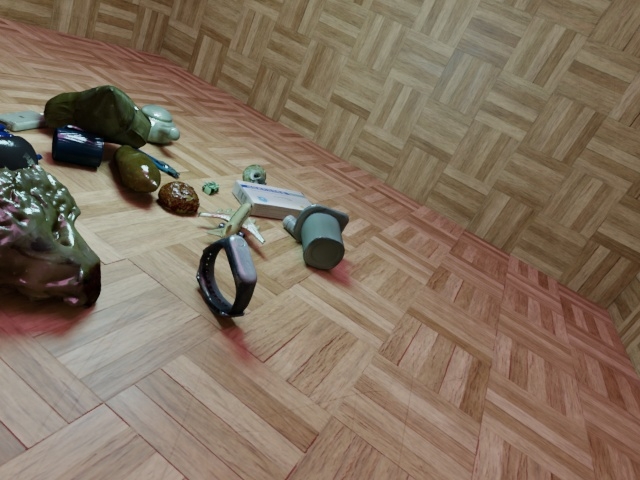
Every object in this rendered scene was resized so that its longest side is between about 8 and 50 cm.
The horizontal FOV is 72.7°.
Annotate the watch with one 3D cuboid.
[{"bbox_3d":[-0.240,0.098,1.110,0.068,0.193,0.206,3,53,-44],"label":"watch"}]

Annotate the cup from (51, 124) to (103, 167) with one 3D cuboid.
[{"bbox_3d":[-0.831,-0.320,1.481,0.138,0.113,0.150,4,20,-39],"label":"cup"}]

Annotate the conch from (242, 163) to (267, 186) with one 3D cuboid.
[{"bbox_3d":[-0.301,-0.283,1.970,0.116,0.106,0.172,37,33,-35],"label":"conch"}]

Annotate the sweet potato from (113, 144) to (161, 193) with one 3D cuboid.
[{"bbox_3d":[-0.659,-0.264,1.534,0.131,0.130,0.423,7,19,-38],"label":"sweet potato"}]

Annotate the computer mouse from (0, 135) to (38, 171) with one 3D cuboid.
[{"bbox_3d":[-0.832,-0.174,1.079,0.100,0.170,0.269,21,21,28],"label":"computer mouse"}]

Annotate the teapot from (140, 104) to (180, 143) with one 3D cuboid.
[{"bbox_3d":[-0.712,-0.504,1.945,0.318,0.149,0.220,31,24,14],"label":"teapot"}]

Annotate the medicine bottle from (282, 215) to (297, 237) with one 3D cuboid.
[{"bbox_3d":[-0.104,-0.054,1.730,0.058,0.058,0.091,0,34,-47],"label":"medicine bottle"}]

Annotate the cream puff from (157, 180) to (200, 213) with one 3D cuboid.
[{"bbox_3d":[-0.487,-0.154,1.515,0.149,0.084,0.149,21,25,-11],"label":"cream puff"}]

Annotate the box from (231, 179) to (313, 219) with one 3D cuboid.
[{"bbox_3d":[-0.187,-0.163,1.870,0.344,0.065,0.200,6,29,-39],"label":"box"}]

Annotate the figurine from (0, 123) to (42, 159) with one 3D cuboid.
[{"bbox_3d":[-0.920,-0.257,1.254,0.164,0.120,0.262,43,-10,-28],"label":"figurine"}]

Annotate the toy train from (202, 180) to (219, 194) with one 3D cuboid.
[{"bbox_3d":[-0.439,-0.211,1.753,0.053,0.033,0.083,38,25,14],"label":"toy train"}]

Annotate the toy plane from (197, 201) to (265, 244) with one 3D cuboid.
[{"bbox_3d":[-0.289,-0.061,1.496,0.242,0.104,0.256,23,23,0],"label":"toy plane"}]

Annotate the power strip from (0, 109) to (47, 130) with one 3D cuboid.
[{"bbox_3d":[-1.068,-0.432,1.564,0.082,0.035,0.192,26,23,-2],"label":"power strip"}]

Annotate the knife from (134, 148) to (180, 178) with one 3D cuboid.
[{"bbox_3d":[-0.685,-0.328,1.754,0.297,0.026,0.044,30,35,8],"label":"knife"}]

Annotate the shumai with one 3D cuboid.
[{"bbox_3d":[-0.585,-0.002,0.911,0.283,0.216,0.346,25,20,0],"label":"shumai"}]

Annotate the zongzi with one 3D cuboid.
[{"bbox_3d":[-0.823,-0.467,1.516,0.357,0.174,0.393,7,-7,-5],"label":"zongzi"}]

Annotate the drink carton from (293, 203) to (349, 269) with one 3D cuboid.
[{"bbox_3d":[0.000,0.000,1.604,0.191,0.185,0.189,20,35,-18],"label":"drink carton"}]
